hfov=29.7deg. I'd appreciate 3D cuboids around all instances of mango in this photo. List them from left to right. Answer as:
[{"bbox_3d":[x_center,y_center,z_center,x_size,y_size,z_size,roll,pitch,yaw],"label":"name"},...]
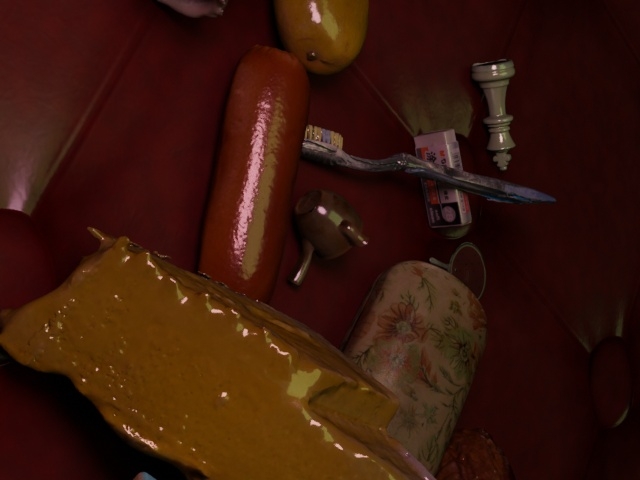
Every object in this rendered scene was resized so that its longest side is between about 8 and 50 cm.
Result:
[{"bbox_3d":[0.004,-0.279,1.348,0.130,0.091,0.195,36,57,-39],"label":"mango"}]

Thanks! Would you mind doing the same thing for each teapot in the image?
[{"bbox_3d":[0.000,0.000,1.338,0.110,0.085,0.080,-51,124,-14],"label":"teapot"}]

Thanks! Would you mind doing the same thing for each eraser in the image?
[{"bbox_3d":[0.155,-0.078,1.530,0.029,0.052,0.122,-21,102,-48],"label":"eraser"}]

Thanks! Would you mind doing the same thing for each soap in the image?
[{"bbox_3d":[-0.078,0.152,1.062,0.338,0.304,0.169,29,96,-43],"label":"soap"}]

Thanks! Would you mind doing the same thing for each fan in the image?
[{"bbox_3d":[0.181,0.039,1.585,0.133,0.005,0.085,18,75,-47],"label":"fan"}]

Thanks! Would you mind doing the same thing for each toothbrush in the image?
[{"bbox_3d":[0.135,-0.082,1.460,0.413,0.035,0.042,12,74,-34],"label":"toothbrush"}]

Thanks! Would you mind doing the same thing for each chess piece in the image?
[{"bbox_3d":[0.238,-0.167,1.633,0.059,0.059,0.149,-21,109,-47],"label":"chess piece"}]

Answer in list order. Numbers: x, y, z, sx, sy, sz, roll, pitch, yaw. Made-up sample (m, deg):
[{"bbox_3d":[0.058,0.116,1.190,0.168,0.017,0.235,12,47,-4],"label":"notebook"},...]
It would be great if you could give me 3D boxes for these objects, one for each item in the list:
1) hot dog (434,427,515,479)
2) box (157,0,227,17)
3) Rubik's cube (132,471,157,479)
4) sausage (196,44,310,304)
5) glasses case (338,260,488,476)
[{"bbox_3d":[0.152,0.404,1.390,0.267,0.174,0.388,70,38,-53],"label":"hot dog"},{"bbox_3d":[-0.123,-0.302,1.175,0.151,0.151,0.135,39,69,-39],"label":"box"},{"bbox_3d":[-0.128,0.344,1.025,0.224,0.213,0.265,-12,111,-8],"label":"Rubik's cube"},{"bbox_3d":[-0.070,-0.060,1.256,0.089,0.083,0.300,25,69,-57],"label":"sausage"},{"bbox_3d":[0.065,0.210,1.359,0.156,0.098,0.425,35,59,-12],"label":"glasses case"}]
